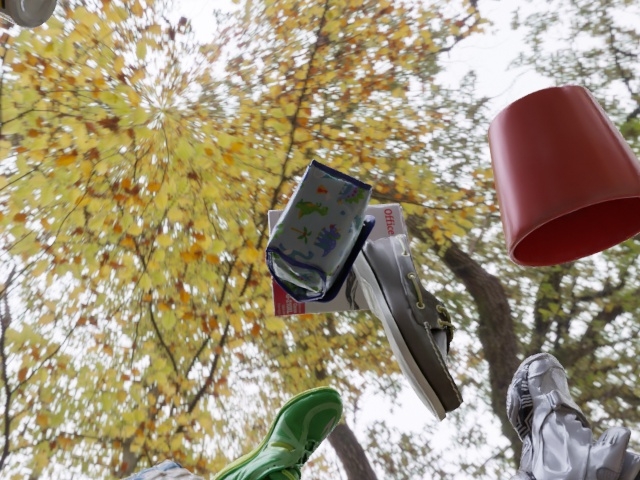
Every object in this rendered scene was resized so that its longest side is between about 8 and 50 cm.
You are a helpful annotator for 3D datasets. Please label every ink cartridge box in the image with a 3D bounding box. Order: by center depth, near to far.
[{"bbox_3d":[0.031,0.031,1.455,0.237,0.172,0.100,-3,-44,-3],"label":"ink cartridge box"}]

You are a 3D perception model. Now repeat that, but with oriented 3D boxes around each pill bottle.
[{"bbox_3d":[-0.335,-0.269,0.869,0.116,0.065,0.065,28,-87,20],"label":"pill bottle"}]

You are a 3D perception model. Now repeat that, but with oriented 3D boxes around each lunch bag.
[{"bbox_3d":[0.000,0.000,0.991,0.096,0.151,0.129,26,-108,7],"label":"lunch bag"}]

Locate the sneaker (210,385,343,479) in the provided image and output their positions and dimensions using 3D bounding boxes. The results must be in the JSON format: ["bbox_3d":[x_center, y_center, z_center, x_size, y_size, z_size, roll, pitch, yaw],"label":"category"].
[{"bbox_3d":[-0.058,0.371,1.393,0.295,0.123,0.109,-44,-56,-15],"label":"sneaker"}]

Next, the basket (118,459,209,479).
[{"bbox_3d":[-0.192,0.433,1.089,0.254,0.289,0.201,-8,-66,-41],"label":"basket"}]

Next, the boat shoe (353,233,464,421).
[{"bbox_3d":[0.124,0.102,1.115,0.091,0.305,0.109,-23,-46,-2],"label":"boat shoe"}]

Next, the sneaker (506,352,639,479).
[{"bbox_3d":[0.406,0.312,1.293,0.210,0.366,0.137,-24,-59,35],"label":"sneaker"}]

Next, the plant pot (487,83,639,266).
[{"bbox_3d":[0.419,-0.118,1.454,0.275,0.275,0.243,-11,-113,-9],"label":"plant pot"}]
